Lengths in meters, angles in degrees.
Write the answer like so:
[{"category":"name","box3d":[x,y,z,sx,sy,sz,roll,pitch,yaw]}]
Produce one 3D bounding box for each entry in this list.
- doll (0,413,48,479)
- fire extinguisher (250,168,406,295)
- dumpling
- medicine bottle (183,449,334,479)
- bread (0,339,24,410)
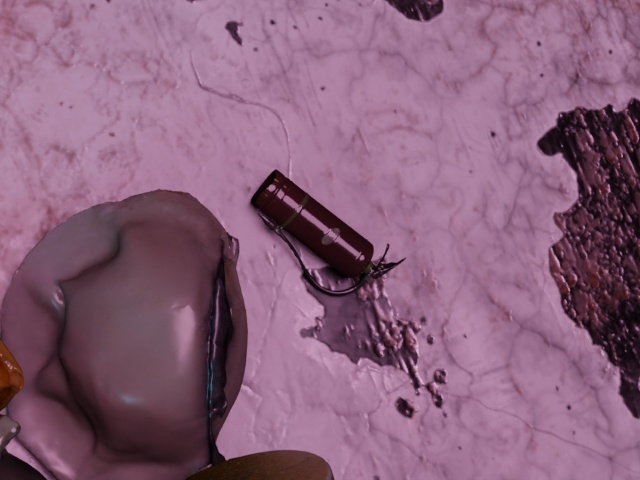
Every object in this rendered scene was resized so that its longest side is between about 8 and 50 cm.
[{"category":"doll","box3d":[-0.354,0.308,0.971,0.379,0.252,0.382,21,62,19]},{"category":"fire extinguisher","box3d":[0.000,0.000,1.264,0.157,0.045,0.078,38,93,-10]},{"category":"dumpling","box3d":[-0.161,0.098,1.106,0.205,0.163,0.293,9,89,-25]},{"category":"medicine bottle","box3d":[-0.022,0.348,1.050,0.151,0.151,0.322,-23,105,-26]},{"category":"bread","box3d":[-0.308,0.091,1.083,0.132,0.074,0.053,49,37,13]}]
